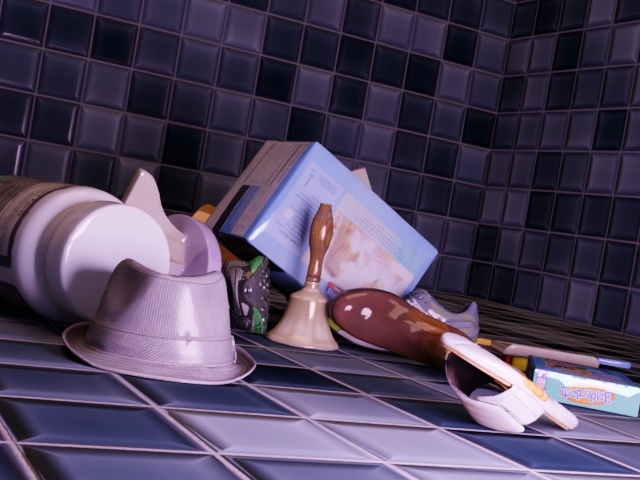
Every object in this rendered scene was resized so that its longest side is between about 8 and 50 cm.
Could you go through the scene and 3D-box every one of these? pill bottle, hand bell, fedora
[{"bbox_3d":[-0.395,0.014,1.523,0.204,0.204,0.361,9,2,-42],"label":"pill bottle"},{"bbox_3d":[-0.013,0.056,1.724,0.126,0.242,0.126,9,1,0],"label":"hand bell"},{"bbox_3d":[-0.194,0.091,1.281,0.244,0.124,0.275,9,1,-3],"label":"fedora"}]

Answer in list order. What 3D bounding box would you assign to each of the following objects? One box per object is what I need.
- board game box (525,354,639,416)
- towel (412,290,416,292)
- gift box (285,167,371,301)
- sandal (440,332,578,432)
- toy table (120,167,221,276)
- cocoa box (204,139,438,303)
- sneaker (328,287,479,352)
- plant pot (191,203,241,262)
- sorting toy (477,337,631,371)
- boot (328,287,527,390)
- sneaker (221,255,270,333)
[{"bbox_3d":[0.410,0.227,1.612,0.160,0.047,0.210,10,1,10],"label":"board game box"},{"bbox_3d":[0.097,0.145,2.524,0.285,0.034,0.209,11,-20,-28],"label":"towel"},{"bbox_3d":[0.023,0.008,2.249,0.255,0.258,0.276,-15,-8,-4],"label":"gift box"},{"bbox_3d":[0.222,0.195,1.214,0.265,0.076,0.102,36,-2,-40],"label":"sandal"},{"bbox_3d":[-0.299,0.019,1.750,0.161,0.252,0.274,25,-6,-33],"label":"toy table"},{"bbox_3d":[0.000,0.000,1.938,0.347,0.231,0.228,40,-13,-25],"label":"cocoa box"},{"bbox_3d":[0.144,0.140,1.815,0.300,0.121,0.111,11,-1,-5],"label":"sneaker"},{"bbox_3d":[-0.203,0.053,2.188,0.188,0.205,0.205,26,4,10],"label":"plant pot"},{"bbox_3d":[0.406,0.225,1.926,0.348,0.047,0.196,10,-4,-6],"label":"sorting toy"},{"bbox_3d":[0.158,0.166,1.599,0.264,0.096,0.280,29,1,-13],"label":"boot"},{"bbox_3d":[-0.179,0.098,1.797,0.146,0.134,0.343,2,-5,-21],"label":"sneaker"}]
